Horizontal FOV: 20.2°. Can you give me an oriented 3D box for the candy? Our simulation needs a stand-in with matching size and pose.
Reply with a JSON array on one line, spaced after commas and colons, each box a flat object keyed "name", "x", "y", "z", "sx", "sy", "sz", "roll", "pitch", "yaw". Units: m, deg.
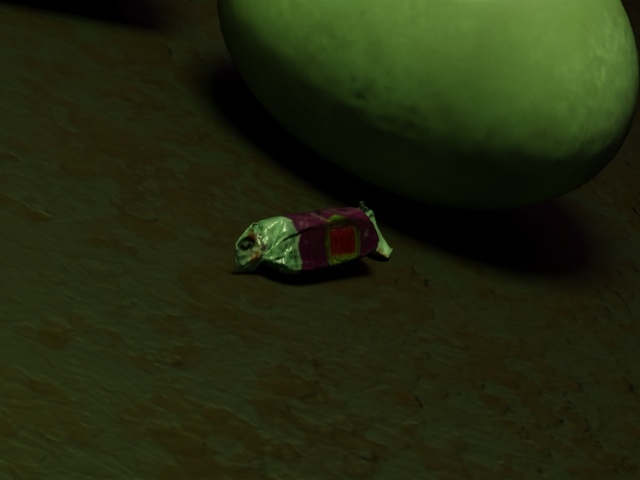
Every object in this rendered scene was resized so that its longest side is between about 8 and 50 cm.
[{"name": "candy", "x": 0.000, "y": 0.000, "z": 1.271, "sx": 0.043, "sy": 0.045, "sz": 0.175, "roll": -1, "pitch": 6, "yaw": 39}]

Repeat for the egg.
[{"name": "egg", "x": 0.084, "y": -0.163, "z": 1.422, "sx": 0.352, "sy": 0.258, "sz": 0.258, "roll": 24, "pitch": 23, "yaw": 9}]
